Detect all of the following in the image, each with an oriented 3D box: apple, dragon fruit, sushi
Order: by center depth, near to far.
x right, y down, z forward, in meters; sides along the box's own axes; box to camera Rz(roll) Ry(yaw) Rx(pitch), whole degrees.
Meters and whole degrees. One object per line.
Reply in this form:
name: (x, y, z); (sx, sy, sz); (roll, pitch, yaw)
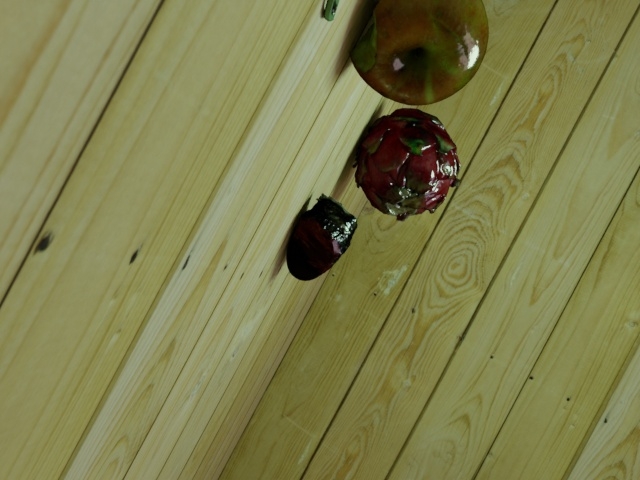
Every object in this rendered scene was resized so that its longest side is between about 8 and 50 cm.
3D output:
apple: (0.171, -0.370, 1.211); (0.226, 0.246, 0.246); (-82, -169, -45)
sushi: (0.000, 0.000, 1.663); (0.126, 0.136, 0.225); (-46, 170, -40)
dragon fruit: (0.252, -0.225, 1.996); (0.329, 0.329, 0.329); (-61, 174, -11)

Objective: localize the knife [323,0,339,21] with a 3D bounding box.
knife: (0.044, -0.383, 0.824); (0.043, 0.019, 0.293); (-59, 174, -37)
